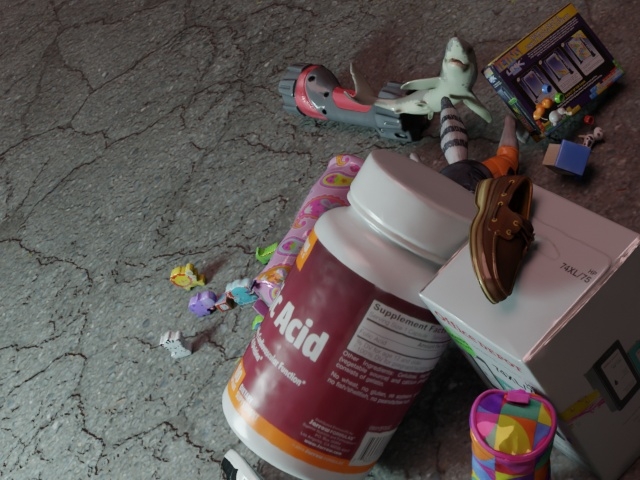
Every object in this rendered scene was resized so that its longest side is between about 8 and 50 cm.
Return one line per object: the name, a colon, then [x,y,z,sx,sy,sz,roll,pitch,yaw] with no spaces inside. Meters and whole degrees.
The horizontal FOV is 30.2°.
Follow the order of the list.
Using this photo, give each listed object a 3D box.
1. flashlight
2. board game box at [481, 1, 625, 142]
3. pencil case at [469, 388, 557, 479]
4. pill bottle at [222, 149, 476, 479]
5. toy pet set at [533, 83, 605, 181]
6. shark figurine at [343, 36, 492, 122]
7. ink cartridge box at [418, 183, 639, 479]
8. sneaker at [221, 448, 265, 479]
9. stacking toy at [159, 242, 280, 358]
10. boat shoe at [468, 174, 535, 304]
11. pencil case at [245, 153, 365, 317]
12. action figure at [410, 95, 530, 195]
flashlight: [0.058,-0.252,2.080,0.304,0.103,0.103,14,66,47]
board game box: [0.354,-0.255,1.805,0.170,0.141,0.048,-37,-1,-12]
pencil case: [0.216,0.257,1.344,0.104,0.236,0.104,-3,53,4]
pill bottle: [0.053,0.098,1.518,0.392,0.224,0.224,-61,35,16]
toy pet set: [0.368,-0.153,1.727,0.065,0.122,0.114,10,78,52]
shark figurine: [0.177,-0.257,1.894,0.278,0.166,0.116,-13,49,49]
ink cartridge box: [0.292,0.108,1.400,0.197,0.270,0.198,-45,38,-9]
sneaker: [-0.109,0.379,1.599,0.121,0.079,0.217,-42,40,-7]
stacking toy: [-0.160,0.091,1.951,0.221,0.052,0.167,-18,43,23]
boat shoe: [0.204,-0.009,1.314,0.060,0.064,0.178,-18,40,29]
pencil case: [0.000,0.000,1.856,0.124,0.124,0.284,8,57,43]
action figure: [0.159,-0.061,1.740,0.341,0.178,0.330,-9,28,16]
